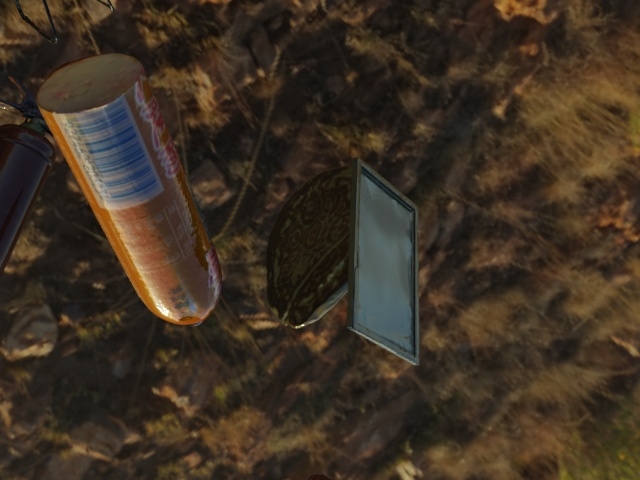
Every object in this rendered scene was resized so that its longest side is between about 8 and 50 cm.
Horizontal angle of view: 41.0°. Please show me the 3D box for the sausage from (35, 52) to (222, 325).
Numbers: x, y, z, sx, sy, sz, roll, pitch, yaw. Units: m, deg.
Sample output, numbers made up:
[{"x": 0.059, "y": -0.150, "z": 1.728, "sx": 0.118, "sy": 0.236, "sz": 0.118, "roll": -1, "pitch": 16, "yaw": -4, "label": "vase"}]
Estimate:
[{"x": -0.158, "y": -0.022, "z": 0.800, "sx": 0.093, "sy": 0.093, "sz": 0.312, "roll": -29, "pitch": 135, "yaw": -13, "label": "sausage"}]

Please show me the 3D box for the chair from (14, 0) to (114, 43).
[{"x": -0.492, "y": -0.502, "z": 1.548, "sx": 0.140, "sy": 0.145, "sz": 0.221, "roll": -38, "pitch": 145, "yaw": -25, "label": "chair"}]

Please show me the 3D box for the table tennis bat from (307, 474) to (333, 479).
[{"x": -0.068, "y": 0.447, "z": 1.203, "sx": 0.414, "sy": 0.268, "sz": 0.051, "roll": -34, "pitch": 146, "yaw": -66, "label": "table tennis bat"}]

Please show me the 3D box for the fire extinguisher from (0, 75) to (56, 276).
[{"x": -0.509, "y": -0.100, "z": 1.334, "sx": 0.147, "sy": 0.337, "sz": 0.106, "roll": 25, "pitch": 157, "yaw": -19, "label": "fire extinguisher"}]

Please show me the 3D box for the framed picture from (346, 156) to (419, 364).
[{"x": 0.073, "y": 0.024, "z": 0.949, "sx": 0.010, "sy": 0.201, "sz": 0.136, "roll": -15, "pitch": 149, "yaw": 32, "label": "framed picture"}]

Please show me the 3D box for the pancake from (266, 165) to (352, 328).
[{"x": -0.001, "y": 0.000, "z": 1.213, "sx": 0.031, "sy": 0.250, "sz": 0.250, "roll": 28, "pitch": 110, "yaw": -33, "label": "pancake"}]
